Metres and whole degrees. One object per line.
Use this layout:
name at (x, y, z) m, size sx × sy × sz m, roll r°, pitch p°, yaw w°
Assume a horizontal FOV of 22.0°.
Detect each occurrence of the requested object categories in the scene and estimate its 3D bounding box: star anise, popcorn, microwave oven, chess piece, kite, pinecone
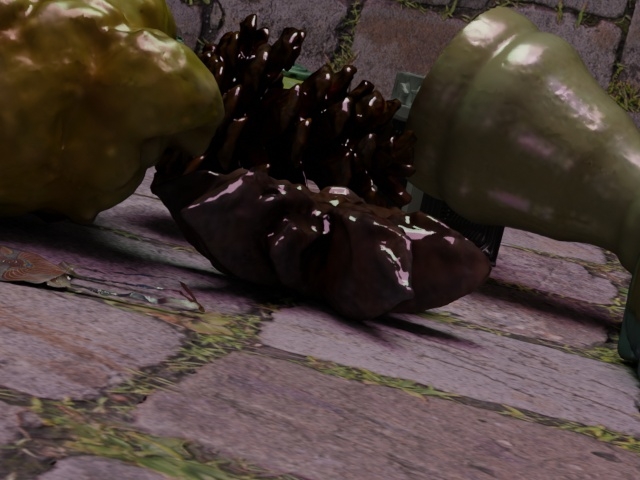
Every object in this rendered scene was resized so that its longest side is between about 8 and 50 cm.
star anise at (-0.003, 0.000, 1.474) m, size 0.315 × 0.108 × 0.315 m, roll 18°, pitch 2°, yaw -1°
popcorn at (-0.263, -0.164, 1.523) m, size 0.293 × 0.292 × 0.334 m, roll 48°, pitch 15°, yaw -43°
microwave oven at (0.157, -0.087, 1.996) m, size 0.162 × 0.208 × 0.122 m, roll 10°, pitch 8°, yaw -24°
chess piece at (0.315, -0.050, 1.738) m, size 0.442 × 0.234 × 0.234 m, roll 34°, pitch 17°, yaw 26°
kite at (-0.203, 0.025, 1.307) m, size 0.229 × 0.016 × 0.127 m, roll 12°, pitch 11°, yaw -7°
pinecone at (-0.046, -0.107, 1.726) m, size 0.309 × 0.244 × 0.244 m, roll 23°, pitch 7°, yaw -5°

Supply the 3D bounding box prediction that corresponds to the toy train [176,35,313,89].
toy train at (-0.153, -0.212, 2.571) m, size 0.442 × 0.179 × 0.272 m, roll 11°, pitch 14°, yaw -26°

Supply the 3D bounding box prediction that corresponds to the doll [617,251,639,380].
doll at (0.414, 0.070, 1.475) m, size 0.261 × 0.161 × 0.177 m, roll 11°, pitch 6°, yaw 0°
